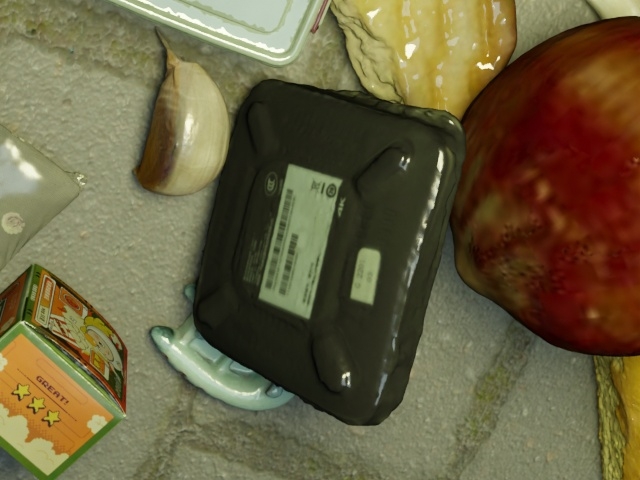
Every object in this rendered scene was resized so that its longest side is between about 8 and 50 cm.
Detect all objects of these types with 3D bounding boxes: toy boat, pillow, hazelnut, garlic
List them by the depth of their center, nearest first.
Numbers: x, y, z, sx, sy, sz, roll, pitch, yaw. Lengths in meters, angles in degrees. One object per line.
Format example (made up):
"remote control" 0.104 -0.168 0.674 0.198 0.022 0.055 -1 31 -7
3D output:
"hazelnut" 0.338 -0.060 1.497 0.420 0.421 0.353 -12 144 -3
"garlic" -0.171 -0.147 1.596 0.090 0.128 0.198 -16 120 -44
"pillow" -0.427 -0.027 1.630 0.169 0.059 0.255 41 100 -16
"toy boat" -0.115 0.147 1.723 0.207 0.079 0.134 38 98 -16

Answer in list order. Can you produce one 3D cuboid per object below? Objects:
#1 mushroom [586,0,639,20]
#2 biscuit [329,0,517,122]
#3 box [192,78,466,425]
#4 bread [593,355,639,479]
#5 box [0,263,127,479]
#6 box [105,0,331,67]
"mushroom" 0.363 -0.292 1.639 0.084 0.071 0.209 -23 111 35
"biscuit" 0.130 -0.259 1.600 0.213 0.091 0.274 -24 113 -8
"box" 0.000 0.000 1.530 0.091 0.350 0.359 8 99 -42
"bread" 0.458 0.199 1.732 0.165 0.236 0.375 -11 110 -6
"box" -0.343 0.159 1.632 0.148 0.195 0.177 -40 109 8
"box" -0.130 -0.336 1.502 0.294 0.167 0.193 20 104 -14
